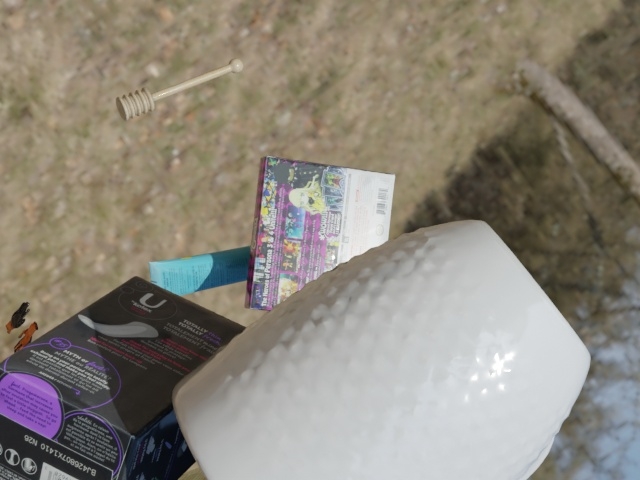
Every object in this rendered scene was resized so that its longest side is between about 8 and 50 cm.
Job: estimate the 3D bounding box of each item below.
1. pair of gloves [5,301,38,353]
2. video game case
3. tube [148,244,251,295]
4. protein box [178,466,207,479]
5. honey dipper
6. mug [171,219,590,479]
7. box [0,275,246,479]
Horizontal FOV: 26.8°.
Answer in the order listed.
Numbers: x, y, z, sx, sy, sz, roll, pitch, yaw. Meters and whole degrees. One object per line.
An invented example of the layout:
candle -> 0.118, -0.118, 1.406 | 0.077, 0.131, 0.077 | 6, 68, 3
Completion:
pair of gloves -> -0.511, 0.150, 2.305 | 0.010, 0.083, 0.074 | 17, 124, -42
video game case -> 0.000, 0.000, 2.033 | 0.210, 0.232, 0.042 | 7, 177, -19
tube -> -0.162, 0.046, 2.085 | 0.207, 0.052, 0.080 | -11, 125, -14
protein box -> -0.095, 0.342, 1.584 | 0.201, 0.136, 0.200 | -23, -174, 15
honey dipper -> -0.161, -0.180, 1.579 | 0.161, 0.030, 0.030 | -23, 172, -20
mug -> 0.096, 0.169, 1.298 | 0.328, 0.276, 0.374 | -38, 136, 4
box -> -0.208, 0.169, 1.403 | 0.270, 0.165, 0.143 | -38, 149, -60
